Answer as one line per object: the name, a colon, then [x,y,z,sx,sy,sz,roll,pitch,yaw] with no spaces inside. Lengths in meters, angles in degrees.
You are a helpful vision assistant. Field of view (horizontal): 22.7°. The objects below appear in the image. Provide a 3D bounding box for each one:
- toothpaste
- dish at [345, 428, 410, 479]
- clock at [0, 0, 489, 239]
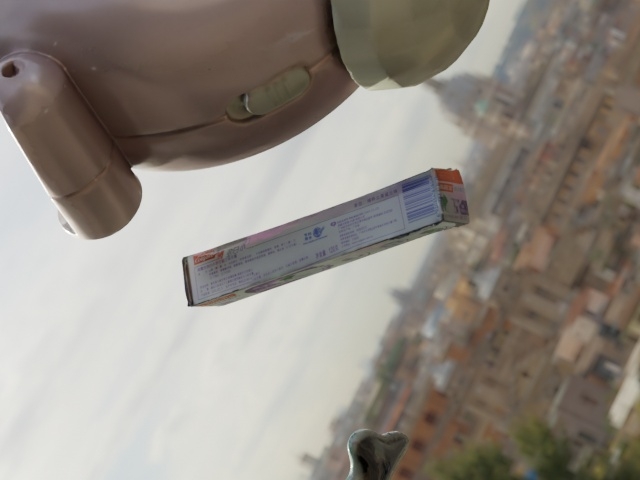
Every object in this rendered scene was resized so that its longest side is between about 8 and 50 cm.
toothpaste: [0.000,0.000,1.038,0.047,0.196,0.040,4,-111,-62]
dish: [0.014,0.246,1.011,0.224,0.078,0.246,16,-79,-61]
clock: [-0.079,-0.195,1.067,0.325,0.342,0.184,-25,-35,-4]
